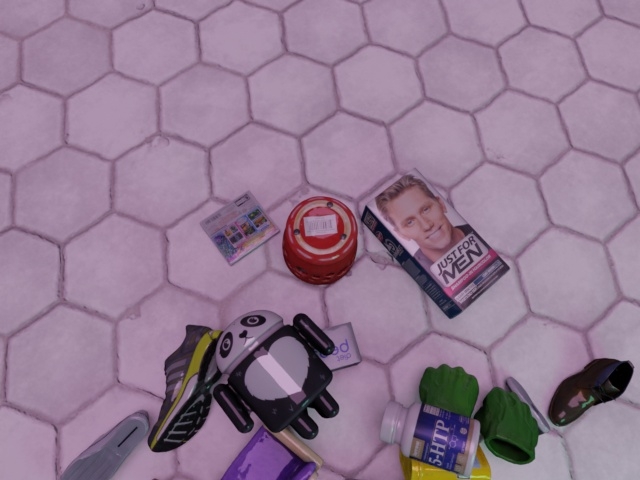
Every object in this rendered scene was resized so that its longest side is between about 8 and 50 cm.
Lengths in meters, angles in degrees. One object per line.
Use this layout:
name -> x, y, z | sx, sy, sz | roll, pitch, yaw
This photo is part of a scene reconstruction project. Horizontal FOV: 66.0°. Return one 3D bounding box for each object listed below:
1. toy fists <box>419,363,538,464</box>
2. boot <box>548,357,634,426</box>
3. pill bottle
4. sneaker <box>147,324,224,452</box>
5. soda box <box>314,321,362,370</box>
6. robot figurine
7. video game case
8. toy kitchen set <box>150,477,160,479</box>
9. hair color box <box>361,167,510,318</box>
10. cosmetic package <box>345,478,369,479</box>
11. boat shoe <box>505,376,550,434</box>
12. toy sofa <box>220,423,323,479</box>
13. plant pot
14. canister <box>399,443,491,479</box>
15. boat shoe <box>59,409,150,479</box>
toy fists -> 0.352, 0.380, 1.105 | 0.279, 0.096, 0.142 | 24, 43, 8
boot -> 0.624, 0.345, 1.140 | 0.219, 0.106, 0.082 | -39, 77, -14
pill bottle -> 0.221, 0.396, 1.009 | 0.186, 0.112, 0.112 | 12, 71, 17
sneaker -> -0.307, 0.329, 1.117 | 0.121, 0.111, 0.300 | 19, 77, 36
soda box -> -0.055, 0.275, 1.142 | 0.286, 0.091, 0.098 | -13, 72, -7
robot figurine -> -0.087, 0.269, 1.001 | 0.278, 0.174, 0.209 | 46, 32, 10
video game case -> -0.209, -0.034, 1.278 | 0.157, 0.019, 0.143 | -36, 77, -14
toy kitchen set -> -0.339, 0.560, 1.046 | 0.083, 0.068, 0.075 | 21, 72, 5
hair color box -> 0.281, 0.005, 1.241 | 0.174, 0.105, 0.347 | -38, 76, -14
cosmetic package -> 0.162, 0.584, 1.054 | 0.230, 0.085, 0.118 | 6, 72, 2
boat shoe -> 0.475, 0.389, 1.152 | 0.040, 0.049, 0.142 | -42, 69, 25
toy sofa -> -0.162, 0.551, 1.001 | 0.150, 0.177, 0.363 | 38, 75, 9
plant pot -> 0.000, 0.000, 1.196 | 0.191, 0.174, 0.191 | 1, 74, -2
canister -> 0.267, 0.481, 1.072 | 0.169, 0.126, 0.074 | 5, 104, -3
boat shoe -> -0.459, 0.463, 1.072 | 0.226, 0.076, 0.083 | -38, 95, -8
